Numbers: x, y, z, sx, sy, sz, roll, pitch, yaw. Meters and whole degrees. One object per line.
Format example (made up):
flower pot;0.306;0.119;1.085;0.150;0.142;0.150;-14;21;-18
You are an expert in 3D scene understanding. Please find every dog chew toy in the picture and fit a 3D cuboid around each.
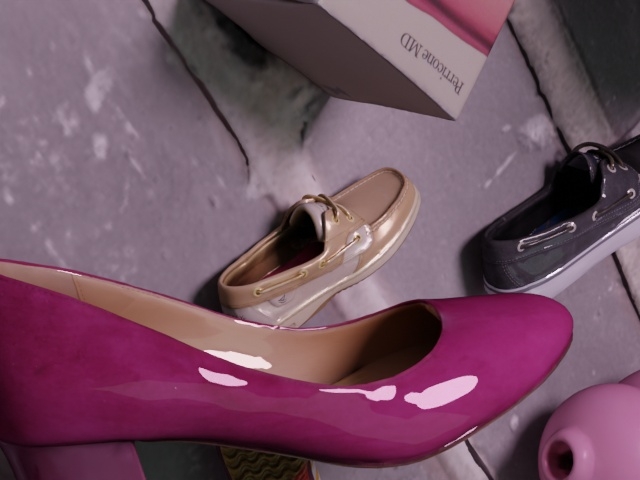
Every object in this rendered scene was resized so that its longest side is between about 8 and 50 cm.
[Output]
dog chew toy;0.324;0.195;1.137;0.331;0.206;0.207;9;97;-35

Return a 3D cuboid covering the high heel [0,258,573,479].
high heel;-0.018;0.051;0.789;0.377;0.127;0.181;-19;108;-21

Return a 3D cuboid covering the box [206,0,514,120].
box;0.052;-0.214;0.820;0.148;0.126;0.232;32;80;-42

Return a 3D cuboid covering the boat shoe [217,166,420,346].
boat shoe;0.000;0.000;0.880;0.170;0.063;0.059;-43;132;-23

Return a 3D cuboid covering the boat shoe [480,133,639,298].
boat shoe;0.211;-0.036;1.051;0.228;0.080;0.076;-35;125;-20

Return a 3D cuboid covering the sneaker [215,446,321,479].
sneaker;-0.033;0.161;0.905;0.069;0.084;0.186;-16;90;-11
